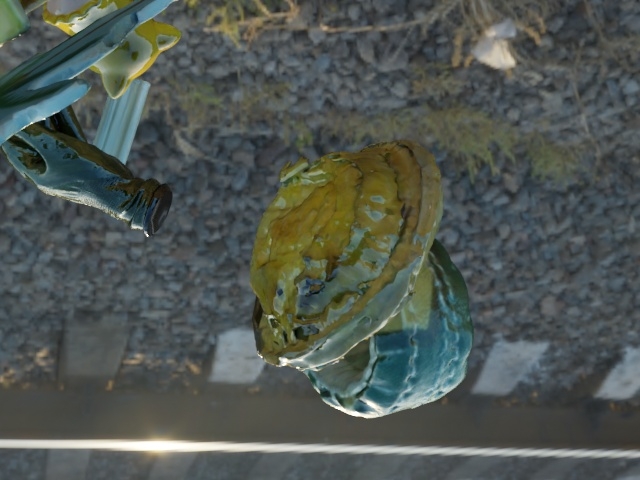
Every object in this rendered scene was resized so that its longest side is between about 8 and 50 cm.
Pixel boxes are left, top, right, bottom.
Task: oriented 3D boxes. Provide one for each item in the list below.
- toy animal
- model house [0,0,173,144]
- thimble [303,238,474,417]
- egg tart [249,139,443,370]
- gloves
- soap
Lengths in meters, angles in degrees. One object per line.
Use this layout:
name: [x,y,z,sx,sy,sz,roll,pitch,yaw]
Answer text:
toy animal: [-0.332,-0.344,1.394,0.156,0.156,0.229,-20,132,24]
model house: [-0.179,-0.211,0.446,0.324,0.340,0.300,-28,113,5]
thimble: [0.072,0.108,1.291,0.167,0.254,0.288,-7,-167,-31]
egg tart: [0.000,0.000,0.955,0.107,0.290,0.291,33,135,-27]
gloves: [-0.304,-0.099,1.128,0.107,0.268,0.135,-50,174,0]
soap: [-0.365,-0.191,1.633,0.067,0.198,0.119,18,178,-14]
